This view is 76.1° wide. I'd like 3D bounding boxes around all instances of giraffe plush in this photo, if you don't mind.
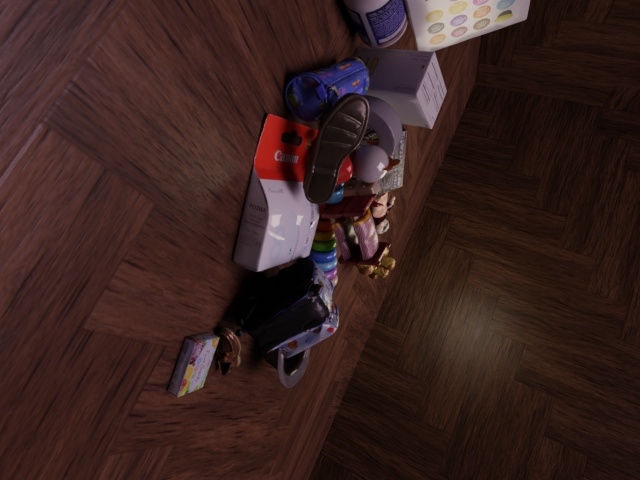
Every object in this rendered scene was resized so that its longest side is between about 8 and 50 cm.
[{"bbox_3d":[0.229,0.099,1.961,0.181,0.210,0.170,-52,162,27],"label":"giraffe plush"}]

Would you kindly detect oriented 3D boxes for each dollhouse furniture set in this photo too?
[{"bbox_3d":[0.164,-0.108,1.378,0.374,0.152,0.201,-56,134,-43],"label":"dollhouse furniture set"}]

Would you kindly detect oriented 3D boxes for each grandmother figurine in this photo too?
[{"bbox_3d":[0.289,-0.147,2.004,0.207,0.104,0.342,-33,150,-13],"label":"grandmother figurine"}]

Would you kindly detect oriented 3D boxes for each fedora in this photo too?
[{"bbox_3d":[-0.125,0.346,1.393,0.243,0.124,0.276,-33,130,-60],"label":"fedora"}]

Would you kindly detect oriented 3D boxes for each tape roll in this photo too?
[{"bbox_3d":[0.148,-0.348,1.308,0.072,0.219,0.219,-56,155,-31],"label":"tape roll"}]

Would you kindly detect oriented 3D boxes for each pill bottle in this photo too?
[{"bbox_3d":[0.145,-0.662,1.114,0.264,0.153,0.153,17,93,-69],"label":"pill bottle"}]

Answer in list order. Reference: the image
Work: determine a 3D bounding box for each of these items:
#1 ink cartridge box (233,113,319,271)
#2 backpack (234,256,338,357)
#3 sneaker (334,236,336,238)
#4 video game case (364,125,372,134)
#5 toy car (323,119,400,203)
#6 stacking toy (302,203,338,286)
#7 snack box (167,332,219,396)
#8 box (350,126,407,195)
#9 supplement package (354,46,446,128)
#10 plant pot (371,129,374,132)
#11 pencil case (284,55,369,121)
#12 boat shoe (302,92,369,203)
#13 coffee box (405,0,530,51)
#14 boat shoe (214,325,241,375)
[{"bbox_3d":[-0.082,-0.124,1.133,0.308,0.091,0.385,-13,122,-65],"label":"ink cartridge box"},{"bbox_3d":[-0.070,0.180,1.175,0.213,0.276,0.263,55,18,-24],"label":"backpack"},{"bbox_3d":[0.075,-0.120,1.544,0.121,0.079,0.217,76,31,-50],"label":"sneaker"},{"bbox_3d":[0.206,-0.522,1.562,0.212,0.023,0.193,-45,148,-45],"label":"video game case"},{"bbox_3d":[0.122,-0.245,1.251,0.210,0.237,0.219,-81,172,-56],"label":"toy car"},{"bbox_3d":[0.000,0.000,1.407,0.141,0.141,0.330,-35,134,-56],"label":"stacking toy"},{"bbox_3d":[-0.315,0.308,1.024,0.100,0.037,0.141,13,96,-70],"label":"snack box"},{"bbox_3d":[0.220,-0.295,1.587,0.216,0.060,0.270,-21,138,-13],"label":"box"},{"bbox_3d":[0.238,-0.487,1.311,0.204,0.261,0.145,30,81,-59],"label":"supplement package"},{"bbox_3d":[0.256,-0.416,1.658,0.134,0.134,0.095,-53,130,-36],"label":"plant pot"},{"bbox_3d":[0.031,-0.412,1.097,0.306,0.133,0.119,-45,123,-48],"label":"pencil case"},{"bbox_3d":[0.023,-0.249,1.069,0.307,0.110,0.104,-61,-156,29],"label":"boat shoe"},{"bbox_3d":[0.402,-0.824,1.187,0.334,0.337,0.338,21,60,-68],"label":"coffee box"},{"bbox_3d":[-0.258,0.309,1.127,0.060,0.064,0.178,-50,154,-44],"label":"boat shoe"}]
